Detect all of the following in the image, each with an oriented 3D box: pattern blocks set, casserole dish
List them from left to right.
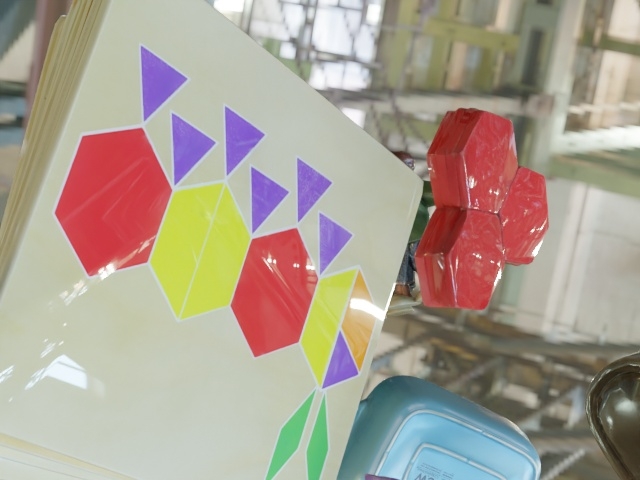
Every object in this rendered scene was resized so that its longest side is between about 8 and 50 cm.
[{"bbox_3d":[-0.032,0.015,0.426,0.026,0.285,0.325,8,156,36],"label":"pattern blocks set"},{"bbox_3d":[0.093,0.174,1.016,0.188,0.114,0.037,27,178,-29],"label":"casserole dish"}]

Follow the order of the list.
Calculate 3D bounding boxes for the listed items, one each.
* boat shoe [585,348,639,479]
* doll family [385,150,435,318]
[{"bbox_3d":[0.291,0.195,0.855,0.104,0.307,0.110,-15,165,-43],"label":"boat shoe"},{"bbox_3d":[0.000,0.000,0.853,0.193,0.111,0.076,-15,170,20],"label":"doll family"}]
